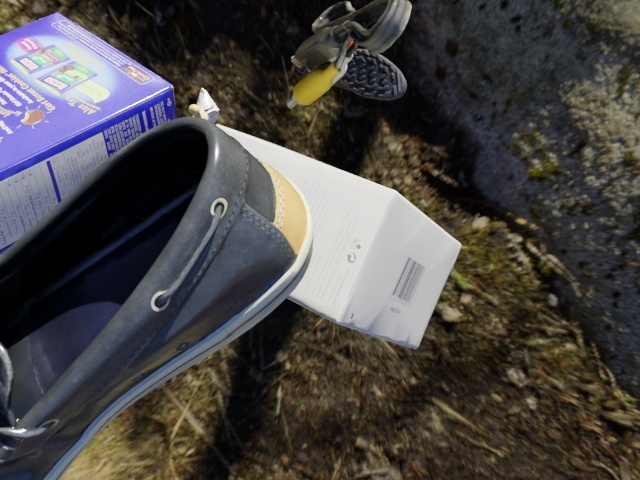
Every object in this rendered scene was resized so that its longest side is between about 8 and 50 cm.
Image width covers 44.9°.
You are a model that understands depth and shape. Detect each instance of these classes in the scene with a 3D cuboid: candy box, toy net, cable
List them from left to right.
[{"bbox_3d":[-0.377,-0.132,0.946,0.317,0.122,0.268,-33,53,-31],"label":"candy box"},{"bbox_3d":[-0.205,-0.175,1.310,0.045,0.232,0.122,12,124,-2],"label":"toy net"},{"bbox_3d":[0.046,-0.244,0.935,0.072,0.287,0.139,37,72,-23],"label":"cable"}]

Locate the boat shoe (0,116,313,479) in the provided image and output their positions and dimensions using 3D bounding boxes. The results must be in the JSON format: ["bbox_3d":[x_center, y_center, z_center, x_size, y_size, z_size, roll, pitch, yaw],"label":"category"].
[{"bbox_3d":[-0.229,0.089,0.561,0.500,0.156,0.187,-38,53,-5],"label":"boat shoe"}]

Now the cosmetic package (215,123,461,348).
[{"bbox_3d":[0.000,0.000,0.835,0.225,0.224,0.138,22,87,29],"label":"cosmetic package"}]

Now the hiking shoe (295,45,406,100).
[{"bbox_3d":[0.070,-0.323,1.473,0.227,0.114,0.086,24,105,21],"label":"hiking shoe"}]
